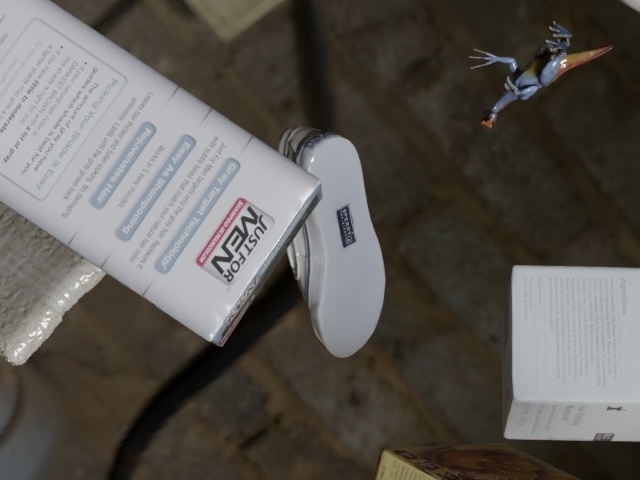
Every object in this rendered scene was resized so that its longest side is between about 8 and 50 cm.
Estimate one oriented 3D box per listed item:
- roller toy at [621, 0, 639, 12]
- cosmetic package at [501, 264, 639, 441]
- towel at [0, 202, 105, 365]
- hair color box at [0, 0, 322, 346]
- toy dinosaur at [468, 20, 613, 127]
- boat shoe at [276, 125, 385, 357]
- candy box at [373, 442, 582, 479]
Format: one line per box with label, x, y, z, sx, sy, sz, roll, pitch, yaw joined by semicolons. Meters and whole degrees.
roller toy;0.296;-0.270;1.278;0.191;0.209;0.146;17;41;-8
cosmetic package;0.288;0.122;1.766;0.151;0.184;0.151;83;9;-68
towel;-0.382;0.034;2.029;0.282;0.187;0.049;28;-18;43
hair color box;-0.202;-0.077;1.603;0.374;0.185;0.113;34;-5;5
toy dinosaur;0.149;-0.109;1.168;0.090;0.082;0.047;16;40;-14
boat shoe;0.000;0.000;1.809;0.088;0.096;0.267;27;-42;48
candy box;0.212;0.272;1.455;0.183;0.087;0.316;4;13;-45
